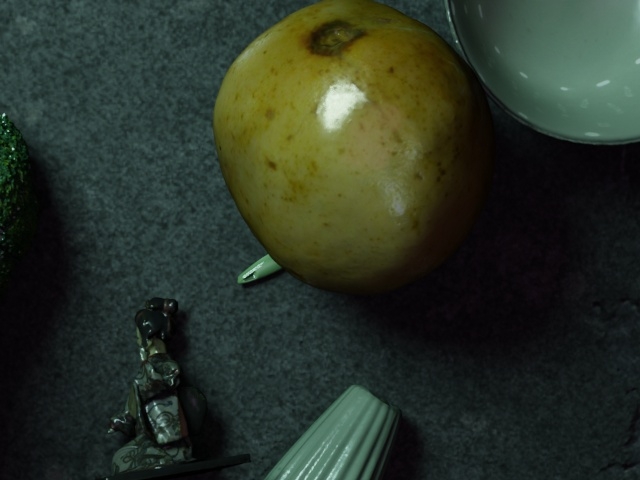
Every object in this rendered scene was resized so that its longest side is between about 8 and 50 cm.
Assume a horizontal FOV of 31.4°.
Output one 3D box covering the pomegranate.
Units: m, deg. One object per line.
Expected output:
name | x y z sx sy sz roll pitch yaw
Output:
pomegranate | 0.034 -0.095 1.119 0.307 0.307 0.307 -1 95 -7

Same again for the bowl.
bowl | 0.275 -0.268 1.201 0.337 0.157 0.337 -1 95 -8

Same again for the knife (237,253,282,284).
knife | 0.000 0.000 1.261 0.207 0.014 0.030 -29 94 -5

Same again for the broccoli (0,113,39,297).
broccoli | -0.402 -0.046 1.120 0.241 0.262 0.269 -13 138 17

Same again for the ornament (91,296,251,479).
ornament | -0.185 0.157 1.200 0.153 0.166 0.196 -2 75 -28

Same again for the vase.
vase | 0.001 0.275 1.236 0.128 0.128 0.248 33 81 -8
